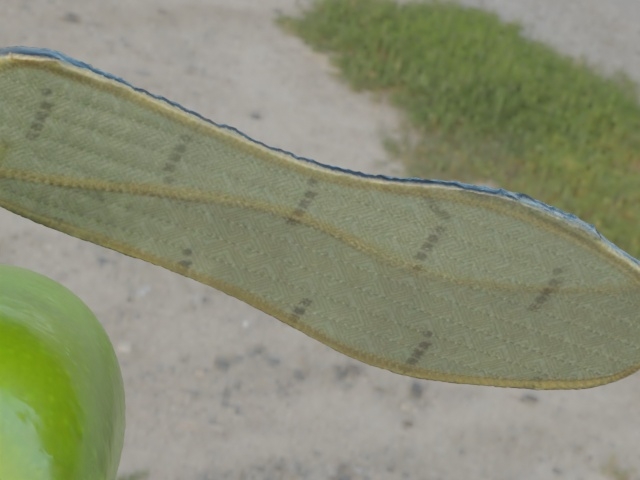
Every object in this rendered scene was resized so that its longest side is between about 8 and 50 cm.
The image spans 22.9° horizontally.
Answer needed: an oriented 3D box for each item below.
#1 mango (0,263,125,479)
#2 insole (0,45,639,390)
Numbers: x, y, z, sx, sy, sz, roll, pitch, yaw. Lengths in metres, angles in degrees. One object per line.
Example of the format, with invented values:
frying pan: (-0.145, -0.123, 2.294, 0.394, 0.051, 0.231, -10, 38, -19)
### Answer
mango: (-0.174, 0.103, 0.719, 0.156, 0.192, 0.343, 40, 7, -8)
insole: (0.000, 0.000, 0.702, 0.348, 0.119, 0.009, 20, 36, -15)
